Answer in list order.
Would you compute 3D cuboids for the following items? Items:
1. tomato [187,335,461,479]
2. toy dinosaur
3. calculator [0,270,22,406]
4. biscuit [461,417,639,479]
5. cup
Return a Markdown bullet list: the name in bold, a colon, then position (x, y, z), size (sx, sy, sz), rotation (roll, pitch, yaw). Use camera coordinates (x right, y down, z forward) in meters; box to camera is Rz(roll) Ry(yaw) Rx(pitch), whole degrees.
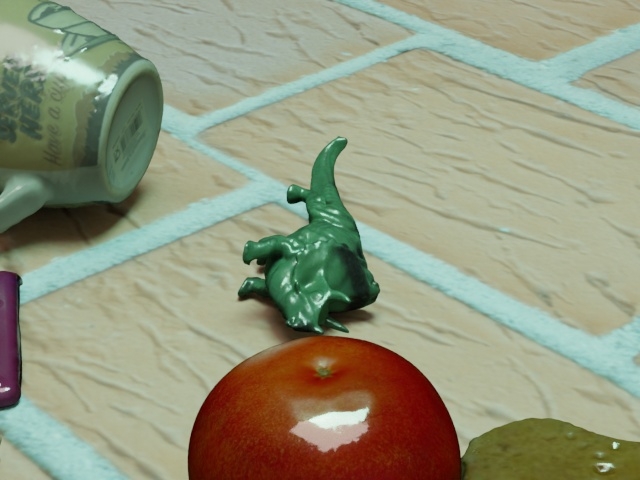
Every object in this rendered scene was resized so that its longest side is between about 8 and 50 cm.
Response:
- **tomato**: position (0.002, 0.144, 1.049), size (0.195, 0.136, 0.195), rotation (-1, 30, 0)
- **toy dinosaur**: position (-0.018, 0.000, 1.368), size (0.120, 0.079, 0.292), rotation (1, 32, -9)
- **calculator**: position (-0.307, 0.078, 1.271), size (0.126, 0.034, 0.190), rotation (-3, 31, -10)
- **biscuit**: position (0.303, 0.227, 0.979), size (0.394, 0.076, 0.368), rotation (-6, 30, -5)
- **cup**: position (-0.304, -0.102, 1.438), size (0.257, 0.227, 0.301), rotation (16, 62, 17)
